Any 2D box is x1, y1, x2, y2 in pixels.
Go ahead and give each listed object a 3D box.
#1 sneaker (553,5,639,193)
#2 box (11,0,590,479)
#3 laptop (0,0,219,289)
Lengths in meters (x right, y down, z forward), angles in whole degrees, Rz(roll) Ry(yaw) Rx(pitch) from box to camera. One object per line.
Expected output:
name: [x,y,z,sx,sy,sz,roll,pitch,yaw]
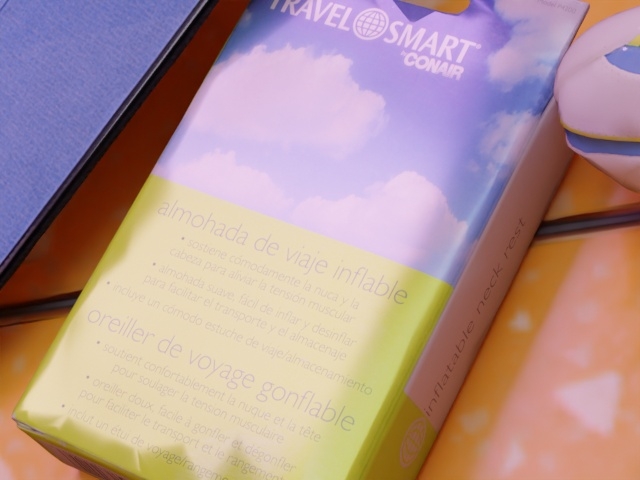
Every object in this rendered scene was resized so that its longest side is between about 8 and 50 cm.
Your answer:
sneaker: [0.150,0.025,0.431,0.240,0.091,0.126,20,74,26]
box: [0.000,0.000,0.525,0.109,0.042,0.178,20,73,26]
laptop: [-0.240,-0.182,0.553,0.382,0.408,0.236,-52,26,5]
